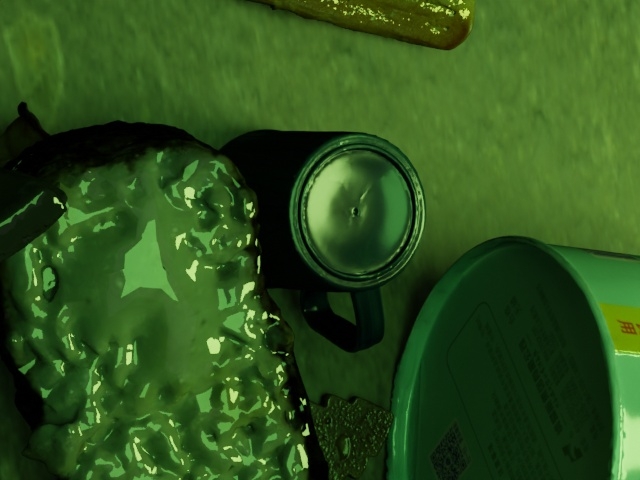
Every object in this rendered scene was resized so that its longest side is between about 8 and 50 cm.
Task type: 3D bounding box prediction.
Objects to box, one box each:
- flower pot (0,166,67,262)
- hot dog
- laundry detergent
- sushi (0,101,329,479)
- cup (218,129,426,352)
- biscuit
[{"bbox_3d":[-0.308,-0.161,1.046,0.379,0.251,0.379,-3,95,-27],"label":"flower pot"},{"bbox_3d":[0.018,-0.188,1.330,0.215,0.047,0.066,9,125,-27],"label":"hot dog"},{"bbox_3d":[0.248,0.152,1.331,0.305,0.287,0.287,7,89,-27],"label":"laundry detergent"},{"bbox_3d":[-0.123,0.071,1.199,0.196,0.182,0.343,-21,101,-21],"label":"sushi"},{"bbox_3d":[0.005,-0.009,1.279,0.150,0.138,0.113,46,72,-21],"label":"cup"},{"bbox_3d":[0.013,0.144,1.359,0.092,0.016,0.082,-25,99,-25],"label":"biscuit"}]
